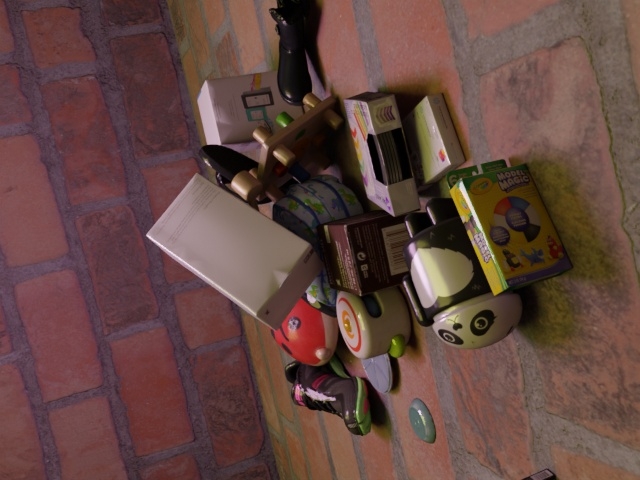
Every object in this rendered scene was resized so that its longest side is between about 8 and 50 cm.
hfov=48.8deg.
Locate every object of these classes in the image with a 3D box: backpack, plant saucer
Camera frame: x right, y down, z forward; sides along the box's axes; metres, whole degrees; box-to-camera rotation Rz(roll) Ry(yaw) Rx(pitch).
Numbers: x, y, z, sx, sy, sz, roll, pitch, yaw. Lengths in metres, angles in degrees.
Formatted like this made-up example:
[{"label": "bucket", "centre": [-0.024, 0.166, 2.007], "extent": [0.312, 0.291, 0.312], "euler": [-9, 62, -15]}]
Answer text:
[{"label": "backpack", "centre": [0.000, 0.000, 1.896], "extent": [0.290, 0.274, 0.355], "euler": [42, 129, 40]}, {"label": "plant saucer", "centre": [0.256, 0.466, 1.815], "extent": [0.119, 0.021, 0.119], "euler": [165, 90, -72]}]

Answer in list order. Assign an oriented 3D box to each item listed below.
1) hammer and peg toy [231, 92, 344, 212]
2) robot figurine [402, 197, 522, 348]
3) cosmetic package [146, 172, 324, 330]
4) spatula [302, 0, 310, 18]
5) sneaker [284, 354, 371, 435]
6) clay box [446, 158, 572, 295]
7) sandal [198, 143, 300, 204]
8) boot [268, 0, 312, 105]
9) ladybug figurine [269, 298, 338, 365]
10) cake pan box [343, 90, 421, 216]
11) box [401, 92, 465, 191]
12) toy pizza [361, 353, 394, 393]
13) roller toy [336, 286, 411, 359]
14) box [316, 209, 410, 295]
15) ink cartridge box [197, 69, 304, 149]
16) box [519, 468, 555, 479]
[{"label": "hammer and peg toy", "centre": [-0.109, -0.209, 1.862], "extent": [0.127, 0.361, 0.266], "euler": [43, 153, 14]}, {"label": "robot figurine", "centre": [0.252, 0.060, 1.285], "extent": [0.209, 0.174, 0.278], "euler": [93, 159, -72]}, {"label": "cosmetic package", "centre": [-0.209, 0.025, 1.746], "extent": [0.385, 0.217, 0.156], "euler": [34, 170, 23]}, {"label": "spatula", "centre": [-0.056, -0.724, 1.817], "extent": [0.084, 0.031, 0.296], "euler": [-127, 26, -74]}, {"label": "sneaker", "centre": [0.019, 0.494, 2.236], "extent": [0.483, 0.202, 0.185], "euler": [-156, 53, -67]}, {"label": "clay box", "centre": [0.302, -0.034, 1.147], "extent": [0.053, 0.128, 0.221], "euler": [125, 127, -65]}, {"label": "sandal", "centre": [-0.195, -0.161, 2.083], "extent": [0.107, 0.446, 0.167], "euler": [-50, 55, 16]}, {"label": "boot", "centre": [-0.079, -0.507, 1.855], "extent": [0.207, 0.094, 0.246], "euler": [83, -178, -67]}, {"label": "ladybug figurine", "centre": [-0.077, 0.223, 2.288], "extent": [0.449, 0.162, 0.304], "euler": [-123, 42, -52]}, {"label": "cake pan box", "centre": [0.130, -0.191, 1.517], "extent": [0.267, 0.070, 0.245], "euler": [-124, 16, -73]}, {"label": "box", "centre": [0.213, -0.192, 1.426], "extent": [0.186, 0.038, 0.145], "euler": [137, 117, -70]}, {"label": "toy pizza", "centre": [0.160, 0.328, 1.975], "extent": [0.201, 0.032, 0.201], "euler": [167, 90, -71]}, {"label": "roller toy", "centre": [0.126, 0.199, 1.797], "extent": [0.209, 0.146, 0.191], "euler": [-165, 63, -70]}, {"label": "box", "centre": [0.113, 0.024, 1.670], "extent": [0.203, 0.167, 0.168], "euler": [-178, 74, -71]}, {"label": "ink cartridge box", "centre": [-0.211, -0.385, 2.146], "extent": [0.198, 0.270, 0.197], "euler": [163, 94, -71]}, {"label": "box", "centre": [0.389, 0.520, 1.323], "extent": [0.029, 0.116, 0.162], "euler": [-147, 45, -62]}]
